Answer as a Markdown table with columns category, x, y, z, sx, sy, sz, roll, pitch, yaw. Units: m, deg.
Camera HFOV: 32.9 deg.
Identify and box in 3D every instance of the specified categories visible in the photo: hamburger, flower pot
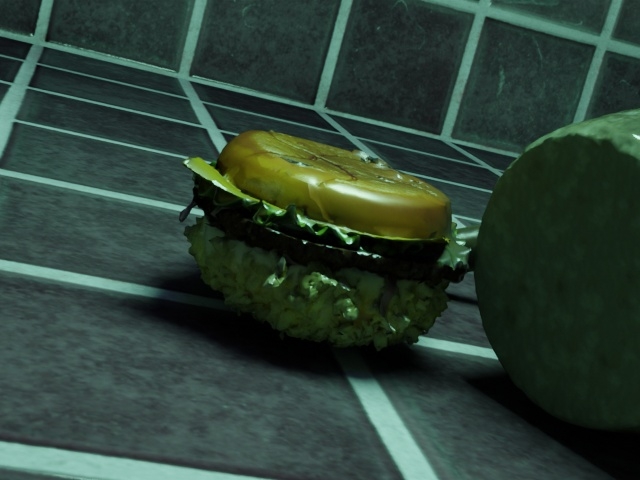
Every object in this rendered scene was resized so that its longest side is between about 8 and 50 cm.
| category | x | y | z | sx | sy | sz | roll | pitch | yaw |
| --- | --- | --- | --- | --- | --- | --- | --- | --- | --- |
| hamburger | 0.000 | 0.000 | 0.878 | 0.243 | 0.138 | 0.262 | 19 | 14 | 10 |
| flower pot | 0.309 | 0.015 | 0.850 | 0.330 | 0.293 | 0.293 | 0 | 19 | -35 |

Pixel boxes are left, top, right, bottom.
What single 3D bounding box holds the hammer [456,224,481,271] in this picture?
| category | x | y | z | sx | sy | sz | roll | pitch | yaw |
| --- | --- | --- | --- | --- | --- | --- | --- | --- | --- |
| hammer | 0.282 | -0.021 | 1.076 | 0.440 | 0.168 | 0.044 | -10 | 17 | 2 |
